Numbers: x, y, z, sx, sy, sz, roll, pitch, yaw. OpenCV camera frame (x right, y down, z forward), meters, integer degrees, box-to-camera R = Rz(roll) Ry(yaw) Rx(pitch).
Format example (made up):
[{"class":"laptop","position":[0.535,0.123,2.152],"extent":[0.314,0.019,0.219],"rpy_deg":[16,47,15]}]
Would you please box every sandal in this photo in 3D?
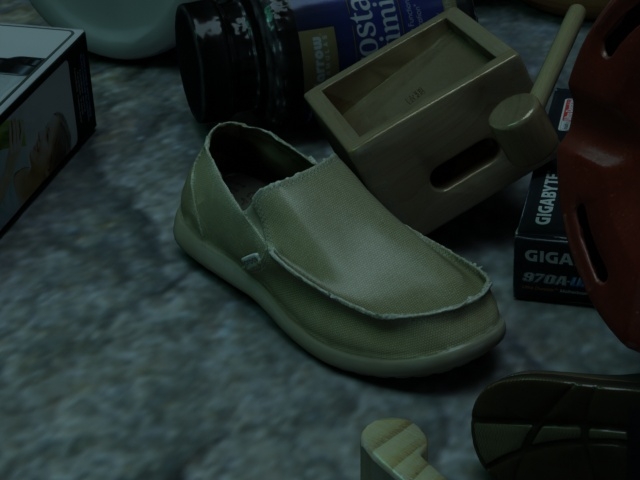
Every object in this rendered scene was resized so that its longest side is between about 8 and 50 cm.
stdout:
[{"class":"sandal","position":[0.186,0.111,0.734],"extent":[0.219,0.090,0.060],"rpy_deg":[6,9,27]}]

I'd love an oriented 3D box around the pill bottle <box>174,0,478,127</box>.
[{"class":"pill bottle","position":[0.003,-0.155,1.132],"extent":[0.219,0.122,0.123],"rpy_deg":[-12,32,-15]}]

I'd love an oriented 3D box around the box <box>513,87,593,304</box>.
[{"class":"box","position":[0.231,-0.030,0.975],"extent":[0.175,0.051,0.220],"rpy_deg":[6,32,14]}]

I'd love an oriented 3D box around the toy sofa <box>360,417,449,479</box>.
[{"class":"toy sofa","position":[-0.097,0.199,0.519],"extent":[0.362,0.150,0.177],"rpy_deg":[-21,37,-28]}]

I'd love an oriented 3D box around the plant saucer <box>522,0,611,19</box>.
[{"class":"plant saucer","position":[0.262,-0.254,1.363],"extent":[0.200,0.037,0.200],"rpy_deg":[-2,32,1]}]

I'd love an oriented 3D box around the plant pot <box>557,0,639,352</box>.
[{"class":"plant pot","position":[0.283,-0.041,0.725],"extent":[0.265,0.272,0.272],"rpy_deg":[-3,28,-27]}]

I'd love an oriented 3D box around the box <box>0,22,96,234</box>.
[{"class":"box","position":[-0.294,-0.064,1.032],"extent":[0.169,0.087,0.290],"rpy_deg":[7,32,15]}]

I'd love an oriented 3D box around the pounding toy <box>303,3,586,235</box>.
[{"class":"pounding toy","position":[0.110,-0.075,0.956],"extent":[0.181,0.094,0.206],"rpy_deg":[-30,27,-1]}]

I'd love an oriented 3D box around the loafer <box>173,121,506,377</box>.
[{"class":"loafer","position":[0.000,0.000,0.900],"extent":[0.268,0.092,0.102],"rpy_deg":[25,41,38]}]

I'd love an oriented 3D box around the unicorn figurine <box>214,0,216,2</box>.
[{"class":"unicorn figurine","position":[-0.047,-0.196,1.240],"extent":[0.162,0.111,0.060],"rpy_deg":[-37,53,-23]}]

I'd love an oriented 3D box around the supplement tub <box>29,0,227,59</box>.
[{"class":"supplement tub","position":[-0.132,-0.310,1.331],"extent":[0.194,0.193,0.316],"rpy_deg":[9,33,18]}]
